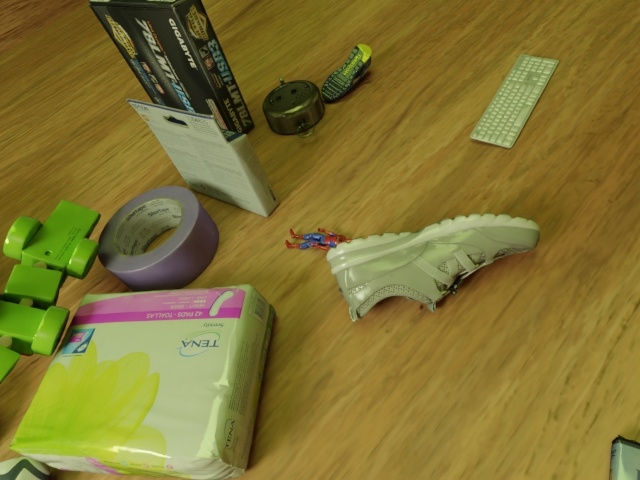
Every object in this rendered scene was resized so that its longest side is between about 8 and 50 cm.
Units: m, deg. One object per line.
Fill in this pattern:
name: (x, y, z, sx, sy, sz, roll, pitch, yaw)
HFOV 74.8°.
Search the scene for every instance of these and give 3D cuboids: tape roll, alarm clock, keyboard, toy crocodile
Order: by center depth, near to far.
toy crocodile: (-0.418, 0.070, 0.616, 0.115, 0.105, 0.341, 20, 43, -22)
tape roll: (-0.282, -0.002, 0.737, 0.189, 0.080, 0.189, -9, 51, 11)
keyboard: (0.358, -0.260, 0.764, 0.072, 0.014, 0.256, 21, 62, 31)
alarm clock: (-0.053, -0.279, 0.893, 0.129, 0.064, 0.192, -24, 52, -1)

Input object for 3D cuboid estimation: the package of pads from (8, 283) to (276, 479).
package of pads: (-0.222, 0.182, 0.555, 0.296, 0.101, 0.229, -6, 51, 15)

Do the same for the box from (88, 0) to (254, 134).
box: (-0.311, -0.375, 0.901, 0.293, 0.295, 0.073, 25, 63, 32)

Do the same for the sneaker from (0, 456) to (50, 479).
sneaker: (-0.433, 0.378, 0.476, 0.235, 0.094, 0.153, -22, 40, -12)

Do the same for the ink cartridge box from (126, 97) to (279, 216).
ink cartridge box: (-0.199, -0.154, 0.734, 0.223, 0.224, 0.045, 21, 62, 30)

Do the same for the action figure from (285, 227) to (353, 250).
action figure: (0.000, 0.000, 0.673, 0.115, 0.030, 0.038, 5, 50, 20)

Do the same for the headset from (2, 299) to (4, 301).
headset: (-0.595, 0.236, 0.587, 0.243, 0.185, 0.394, 29, 76, 34)

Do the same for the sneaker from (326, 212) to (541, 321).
sneaker: (0.155, 0.036, 0.567, 0.281, 0.105, 0.115, -12, 84, 4)

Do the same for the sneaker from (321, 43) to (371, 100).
sneaker: (0.061, -0.359, 0.925, 0.144, 0.059, 0.053, -46, 79, 3)

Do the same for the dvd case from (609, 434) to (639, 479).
dvd case: (0.320, 0.310, 0.319, 0.180, 0.022, 0.253, 12, 57, 27)
